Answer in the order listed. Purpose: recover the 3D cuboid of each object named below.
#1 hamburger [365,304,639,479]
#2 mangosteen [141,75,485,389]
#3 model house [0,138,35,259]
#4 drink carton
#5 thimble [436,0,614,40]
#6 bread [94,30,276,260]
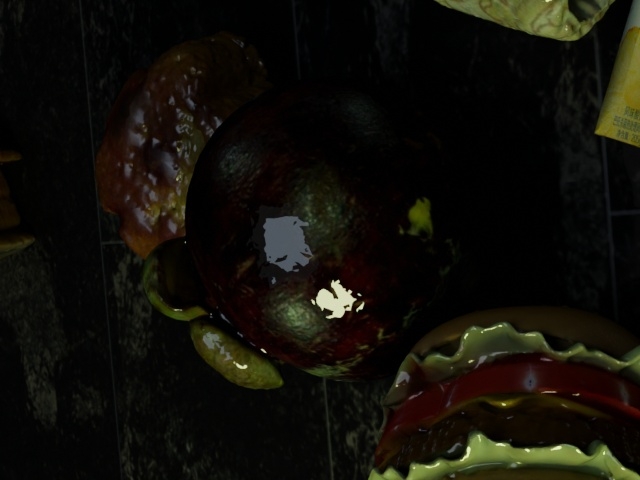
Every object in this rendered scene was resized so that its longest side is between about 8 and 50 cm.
[{"bbox_3d":[0.168,0.170,0.983,0.274,0.274,0.212,-29,40,38],"label":"hamburger"},{"bbox_3d":[0.000,0.000,1.085,0.288,0.288,0.288,5,98,40],"label":"mangosteen"},{"bbox_3d":[-0.479,-0.064,1.551,0.219,0.199,0.229,-23,84,27],"label":"model house"},{"bbox_3d":[0.277,-0.170,0.969,0.084,0.074,0.200,25,109,35],"label":"drink carton"},{"bbox_3d":[0.173,-0.266,1.011,0.143,0.137,0.191,24,95,38],"label":"thimble"},{"bbox_3d":[-0.118,-0.084,1.273,0.232,0.135,0.247,44,121,24],"label":"bread"}]
